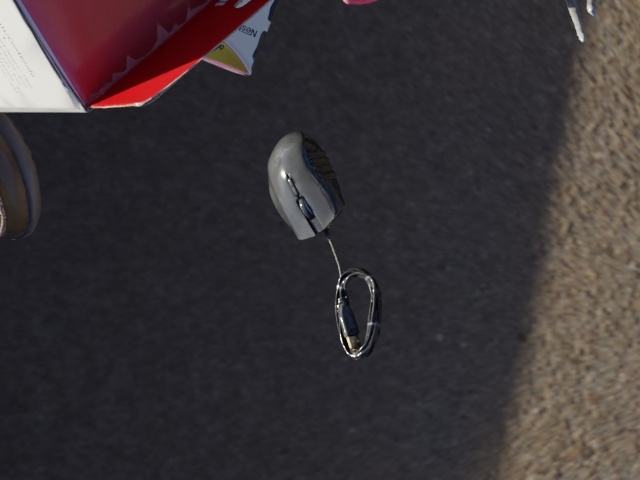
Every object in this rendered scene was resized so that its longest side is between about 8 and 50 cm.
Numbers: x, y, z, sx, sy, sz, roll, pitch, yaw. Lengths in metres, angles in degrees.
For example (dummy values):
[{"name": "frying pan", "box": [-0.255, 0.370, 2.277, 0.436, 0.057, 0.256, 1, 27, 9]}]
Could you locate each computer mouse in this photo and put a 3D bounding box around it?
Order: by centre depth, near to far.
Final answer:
[{"name": "computer mouse", "box": [0.000, 0.000, 1.414, 0.071, 0.041, 0.242, -35, 60, 25]}]

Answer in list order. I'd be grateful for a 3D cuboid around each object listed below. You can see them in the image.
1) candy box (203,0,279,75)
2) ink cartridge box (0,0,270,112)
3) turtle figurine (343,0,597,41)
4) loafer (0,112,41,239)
[{"name": "candy box", "box": [-0.100, -0.287, 1.384, 0.159, 0.071, 0.233, 20, 94, -17]}, {"name": "ink cartridge box", "box": [-0.132, -0.232, 1.110, 0.272, 0.130, 0.309, 6, 44, 48]}, {"name": "turtle figurine", "box": [0.044, -0.187, 0.578, 0.118, 0.175, 0.234, -7, 47, -9]}, {"name": "loafer", "box": [-0.432, -0.134, 1.573, 0.134, 0.130, 0.366, -13, 117, 48]}]
